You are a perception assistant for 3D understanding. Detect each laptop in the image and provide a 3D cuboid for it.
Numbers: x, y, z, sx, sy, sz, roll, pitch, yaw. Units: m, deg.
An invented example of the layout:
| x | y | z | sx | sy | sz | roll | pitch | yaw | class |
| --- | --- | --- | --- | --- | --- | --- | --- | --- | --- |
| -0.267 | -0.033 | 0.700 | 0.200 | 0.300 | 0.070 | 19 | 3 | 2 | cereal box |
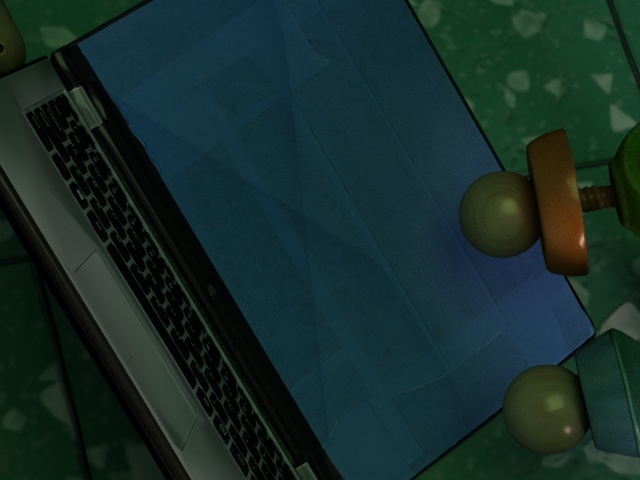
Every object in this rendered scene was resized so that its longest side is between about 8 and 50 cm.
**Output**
| x | y | z | sx | sy | sz | roll | pitch | yaw | class |
| --- | --- | --- | --- | --- | --- | --- | --- | --- | --- |
| 0.000 | 0.000 | 1.238 | 0.236 | 0.408 | 0.382 | -30 | 97 | 8 | laptop |

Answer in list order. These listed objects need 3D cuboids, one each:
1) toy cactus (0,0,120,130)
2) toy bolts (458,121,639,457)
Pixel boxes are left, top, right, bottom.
| x | y | z | sx | sy | sz | roll | pitch | yaw | class |
| --- | --- | --- | --- | --- | --- | --- | --- | --- | --- |
| -0.222 | -0.097 | 1.364 | 0.219 | 0.112 | 0.180 | -6 | 50 | -14 | toy cactus |
| 0.192 | 0.056 | 1.346 | 0.159 | 0.218 | 0.228 | -12 | 56 | 5 | toy bolts |
